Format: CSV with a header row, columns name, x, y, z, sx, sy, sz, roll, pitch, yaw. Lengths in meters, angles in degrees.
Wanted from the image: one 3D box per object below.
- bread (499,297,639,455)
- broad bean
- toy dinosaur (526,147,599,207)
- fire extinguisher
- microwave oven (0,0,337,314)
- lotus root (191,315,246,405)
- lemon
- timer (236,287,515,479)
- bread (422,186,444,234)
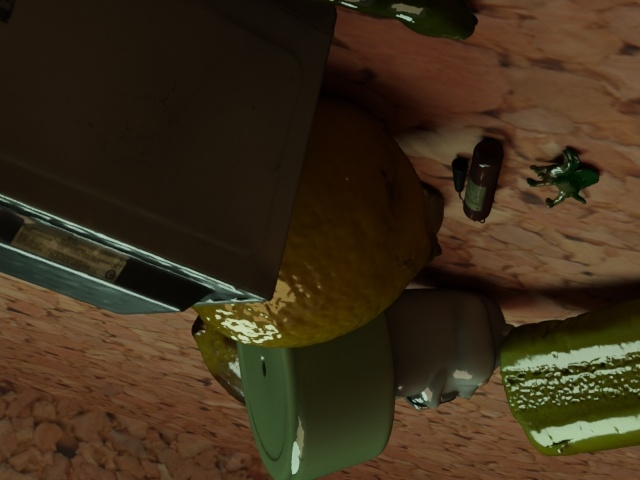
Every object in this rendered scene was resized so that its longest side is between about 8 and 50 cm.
name,x,y,z,sx,sy,sz,roll,pitch,yaw
bread,0.367,0.142,1.632,0.112,0.166,0.384,-18,179,-42
broad bean,0.006,-0.198,1.074,0.256,0.052,0.052,16,-156,-15
toy dinosaur,0.236,-0.053,1.374,0.060,0.029,0.120,-10,153,29
fire extinguisher,0.149,-0.054,1.422,0.049,0.035,0.173,9,159,5
microwave oven,-0.206,-0.116,1.117,0.355,0.286,0.218,22,163,-36
lotus root,-0.037,0.145,1.990,0.291,0.193,0.193,18,162,-20
lemon,-0.029,-0.013,1.334,0.254,0.228,0.228,-23,166,-10
timer,0.078,0.133,1.766,0.315,0.290,0.291,-6,167,-15
bread,-0.013,0.004,1.529,0.261,0.156,0.158,14,161,3
